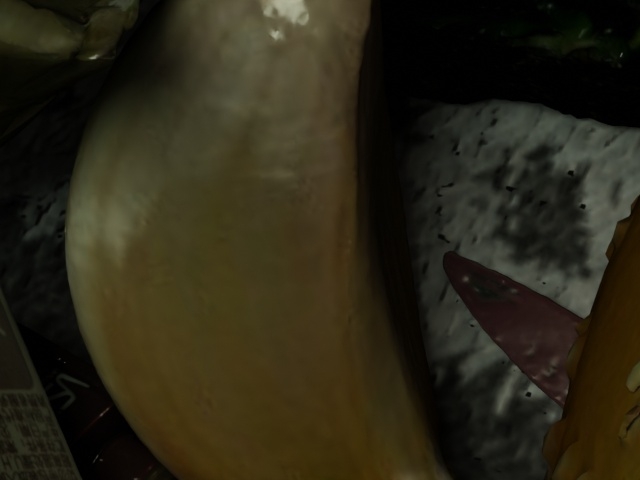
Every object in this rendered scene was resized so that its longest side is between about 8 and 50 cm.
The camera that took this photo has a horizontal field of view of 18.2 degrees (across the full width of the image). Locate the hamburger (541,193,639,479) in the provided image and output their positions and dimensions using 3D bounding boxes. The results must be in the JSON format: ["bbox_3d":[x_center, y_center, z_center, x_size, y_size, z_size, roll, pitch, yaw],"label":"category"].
[{"bbox_3d":[0.191,0.090,0.549,0.268,0.287,0.445,13,73,15],"label":"hamburger"}]

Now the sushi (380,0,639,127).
[{"bbox_3d":[0.091,-0.119,0.762,0.225,0.127,0.124,12,79,26],"label":"sushi"}]

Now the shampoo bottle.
[{"bbox_3d":[-0.125,0.072,0.814,0.236,0.067,0.068,25,73,27],"label":"shampoo bottle"}]

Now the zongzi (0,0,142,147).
[{"bbox_3d":[-0.109,-0.181,0.792,0.181,0.418,0.447,38,58,-7],"label":"zongzi"}]

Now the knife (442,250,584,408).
[{"bbox_3d":[0.135,0.074,0.742,0.247,0.018,0.035,35,94,29],"label":"knife"}]

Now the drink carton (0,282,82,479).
[{"bbox_3d":[-0.156,0.189,0.709,0.194,0.132,0.325,-38,67,31],"label":"drink carton"}]

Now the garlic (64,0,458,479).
[{"bbox_3d":[-0.009,-0.009,0.721,0.145,0.245,0.164,-24,35,-35],"label":"garlic"}]
